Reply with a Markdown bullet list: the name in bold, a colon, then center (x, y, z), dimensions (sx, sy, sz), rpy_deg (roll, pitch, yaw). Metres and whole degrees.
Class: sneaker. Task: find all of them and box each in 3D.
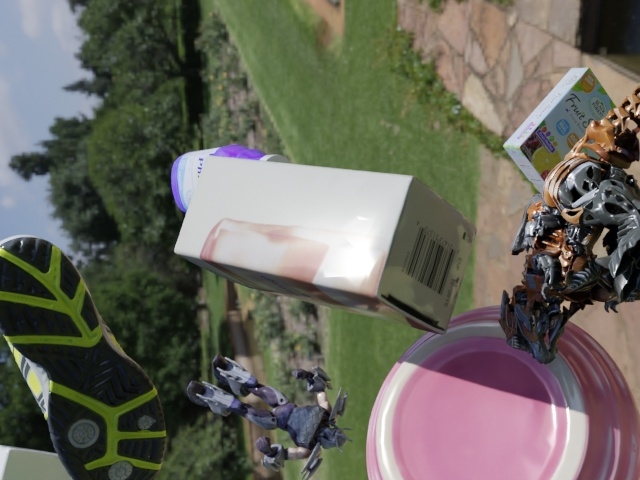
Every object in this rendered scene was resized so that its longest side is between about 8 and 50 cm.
- **sneaker**: center (-0.311, 0.161, 1.096), dimensions (0.147, 0.145, 0.385), rpy_deg (22, 133, 66)

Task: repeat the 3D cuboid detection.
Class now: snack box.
- **snack box**: center (0.310, -0.134, 1.065), dimensions (0.100, 0.141, 0.037), rpy_deg (47, 170, -24)

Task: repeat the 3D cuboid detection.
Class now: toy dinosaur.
- **toy dinosaur**: center (0.276, -0.023, 0.826), dimensions (0.218, 0.164, 0.322), rpy_deg (-138, 45, -57)

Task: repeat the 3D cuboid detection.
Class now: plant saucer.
- **plant saucer**: center (0.192, 0.223, 0.972), dimensions (0.084, 0.332, 0.332), rpy_deg (40, -150, -48)

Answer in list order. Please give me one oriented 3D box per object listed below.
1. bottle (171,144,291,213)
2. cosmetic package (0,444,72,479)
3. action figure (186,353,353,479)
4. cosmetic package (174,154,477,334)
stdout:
- **bottle**: center (-0.152, -0.102, 1.434), dimensions (0.283, 0.092, 0.118), rpy_deg (2, 100, 52)
- **cosmetic package**: center (-0.442, 0.504, 1.237), dimensions (0.156, 0.217, 0.385), rpy_deg (-10, 62, 44)
- **action figure**: center (-0.075, 0.288, 1.417), dimensions (0.185, 0.285, 0.099), rpy_deg (-57, -26, -33)
- **cosmetic package**: center (0.000, 0.000, 0.934), dimensions (0.296, 0.153, 0.129), rpy_deg (10, 77, 41)
